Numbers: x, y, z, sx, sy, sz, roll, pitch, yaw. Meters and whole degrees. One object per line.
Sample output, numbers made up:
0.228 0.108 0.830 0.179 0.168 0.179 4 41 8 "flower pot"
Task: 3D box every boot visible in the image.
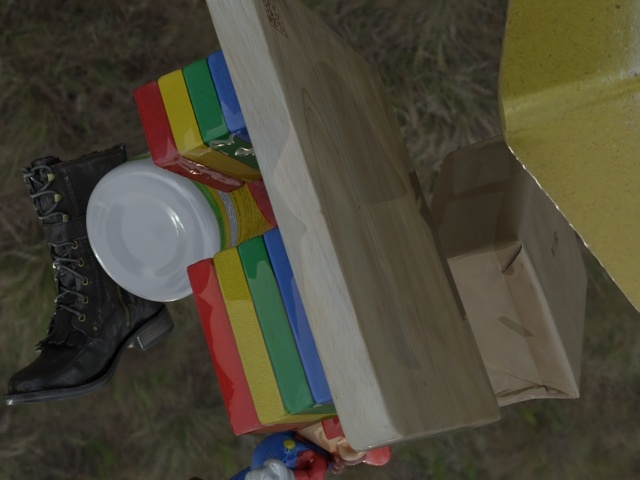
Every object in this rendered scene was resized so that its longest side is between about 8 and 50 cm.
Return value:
-0.261 0.027 1.124 0.091 0.229 0.263 -8 -164 29 "boot"

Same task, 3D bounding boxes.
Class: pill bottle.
-0.113 -0.046 1.101 0.136 0.136 0.246 -49 177 31 "pill bottle"

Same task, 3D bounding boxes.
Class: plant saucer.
0.244 -0.153 0.818 0.081 0.332 0.333 -3 154 32 "plant saucer"

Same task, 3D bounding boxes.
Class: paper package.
0.293 0.046 1.692 0.168 0.325 0.309 -14 119 24 "paper package"

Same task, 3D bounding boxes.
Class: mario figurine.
-0.046 0.264 1.464 0.321 0.198 0.170 -33 139 -7 "mario figurine"

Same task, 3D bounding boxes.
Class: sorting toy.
0.000 0.000 0.644 0.089 0.257 0.255 -22 166 16 "sorting toy"
